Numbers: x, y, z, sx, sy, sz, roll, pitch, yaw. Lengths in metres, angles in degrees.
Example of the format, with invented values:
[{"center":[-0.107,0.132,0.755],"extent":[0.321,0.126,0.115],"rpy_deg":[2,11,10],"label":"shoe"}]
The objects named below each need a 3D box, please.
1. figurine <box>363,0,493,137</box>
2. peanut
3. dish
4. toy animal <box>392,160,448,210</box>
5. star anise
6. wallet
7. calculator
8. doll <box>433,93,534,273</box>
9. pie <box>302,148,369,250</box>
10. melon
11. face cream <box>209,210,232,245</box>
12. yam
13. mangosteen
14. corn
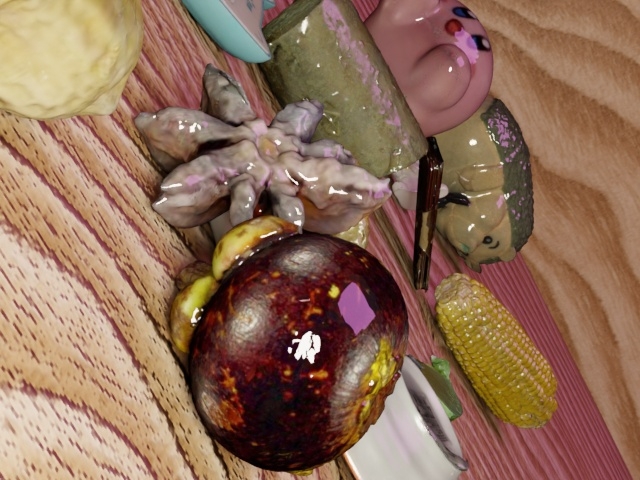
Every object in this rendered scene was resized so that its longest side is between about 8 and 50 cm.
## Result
[{"center":[0.144,-0.261,1.818],"extent":[0.211,0.261,0.270],"rpy_deg":[-2,64,-48],"label":"figurine"},{"center":[-0.213,-0.178,0.763],"extent":[0.291,0.143,0.159],"rpy_deg":[33,45,-68],"label":"peanut"},{"center":[0.090,0.199,1.281],"extent":[0.260,0.085,0.260],"rpy_deg":[56,13,-20],"label":"dish"},{"center":[0.148,-0.140,2.114],"extent":[0.127,0.131,0.182],"rpy_deg":[101,-14,-55],"label":"toy animal"},{"center":[-0.053,-0.069,1.082],"extent":[0.236,0.093,0.229],"rpy_deg":[26,45,6],"label":"star anise"},{"center":[0.165,-0.043,1.880],"extent":[0.122,0.031,0.232],"rpy_deg":[-89,-178,-64],"label":"wallet"},{"center":[-0.177,-0.396,1.415],"extent":[0.386,0.054,0.256],"rpy_deg":[56,17,-28],"label":"calculator"},{"center":[0.298,-0.115,2.320],"extent":[0.247,0.247,0.350],"rpy_deg":[-68,137,-70],"label":"doll"},{"center":[0.000,0.000,1.198],"extent":[0.195,0.046,0.195],"rpy_deg":[-179,-90,-69],"label":"pie"},{"center":[0.148,0.201,1.645],"extent":[0.114,0.053,0.262],"rpy_deg":[47,11,3],"label":"melon"},{"center":[-0.078,-0.013,1.145],"extent":[0.072,0.051,0.182],"rpy_deg":[36,33,-69],"label":"face cream"},{"center":[0.023,-0.205,1.600],"extent":[0.268,0.161,0.161],"rpy_deg":[59,16,-26],"label":"yam"},{"center":[-0.039,0.074,0.950],"extent":[0.217,0.192,0.192],"rpy_deg":[29,-1,25],"label":"mangosteen"},{"center":[0.291,0.189,1.962],"extent":[0.347,0.130,0.130],"rpy_deg":[53,19,-30],"label":"corn"}]
